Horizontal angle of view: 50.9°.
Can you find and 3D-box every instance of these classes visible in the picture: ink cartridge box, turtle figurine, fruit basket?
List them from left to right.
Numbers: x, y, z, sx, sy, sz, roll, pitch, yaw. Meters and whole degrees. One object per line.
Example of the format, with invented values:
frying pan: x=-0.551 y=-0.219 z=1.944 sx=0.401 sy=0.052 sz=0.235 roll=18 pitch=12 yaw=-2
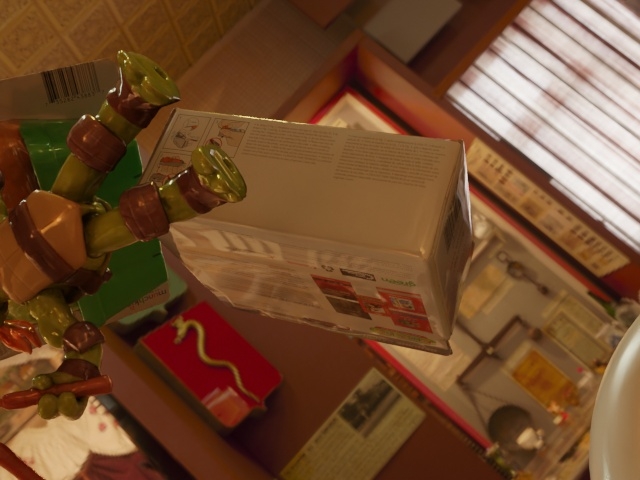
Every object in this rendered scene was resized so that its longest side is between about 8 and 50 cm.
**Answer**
fruit basket: x=-0.360 y=-0.008 z=0.723 sx=0.353 sy=0.165 sz=0.327 roll=-16 pitch=-55 yaw=-16
turtle figurine: x=-0.151 y=0.006 z=0.411 sx=0.217 sy=0.269 sz=0.087 roll=-36 pitch=-15 yaw=9
ink cartridge box: x=0.000 y=0.000 z=0.737 sx=0.272 sy=0.309 sz=0.130 roll=63 pitch=-138 yaw=-59

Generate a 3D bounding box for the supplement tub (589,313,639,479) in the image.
supplement tub: x=0.306 y=0.163 z=0.355 sx=0.235 sy=0.235 sz=0.325 roll=-48 pitch=-52 yaw=-1
